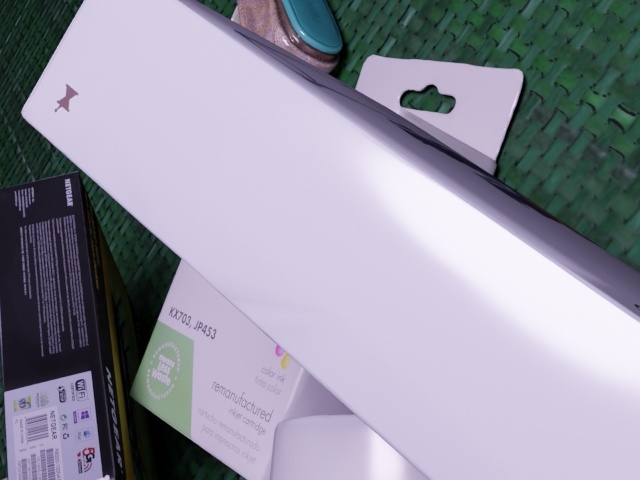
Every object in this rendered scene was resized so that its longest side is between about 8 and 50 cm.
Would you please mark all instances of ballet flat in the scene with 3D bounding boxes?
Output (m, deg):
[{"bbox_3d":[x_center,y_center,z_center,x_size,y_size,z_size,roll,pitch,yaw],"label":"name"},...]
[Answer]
[{"bbox_3d":[-0.061,-0.267,1.019,0.106,0.108,0.315,-42,43,38],"label":"ballet flat"}]

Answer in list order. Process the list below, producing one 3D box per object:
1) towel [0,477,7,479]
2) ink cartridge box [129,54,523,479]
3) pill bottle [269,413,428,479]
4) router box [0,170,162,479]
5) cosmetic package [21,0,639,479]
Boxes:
[{"bbox_3d":[-0.397,0.388,1.108,0.325,0.038,0.247,-28,47,45],"label":"towel"},{"bbox_3d":[0.000,0.000,0.806,0.207,0.119,0.353,18,86,51],"label":"ink cartridge box"},{"bbox_3d":[0.046,0.283,0.537,0.204,0.204,0.360,-13,67,45],"label":"pill bottle"},{"bbox_3d":[-0.203,0.134,0.888,0.081,0.243,0.308,-13,52,-5],"label":"router box"},{"bbox_3d":[0.081,0.027,0.488,0.377,0.284,0.097,38,104,29],"label":"cosmetic package"}]
